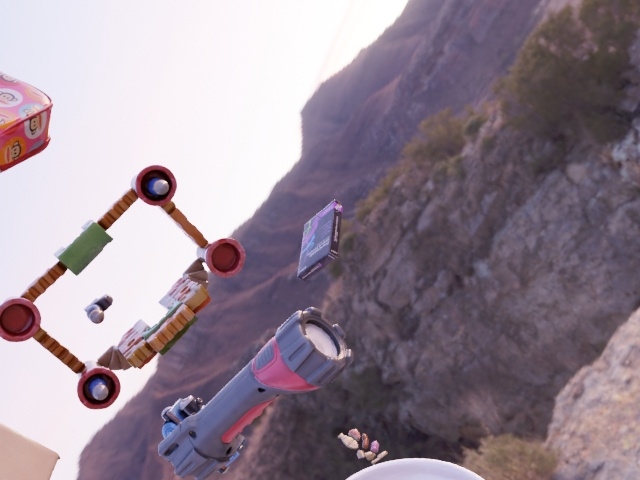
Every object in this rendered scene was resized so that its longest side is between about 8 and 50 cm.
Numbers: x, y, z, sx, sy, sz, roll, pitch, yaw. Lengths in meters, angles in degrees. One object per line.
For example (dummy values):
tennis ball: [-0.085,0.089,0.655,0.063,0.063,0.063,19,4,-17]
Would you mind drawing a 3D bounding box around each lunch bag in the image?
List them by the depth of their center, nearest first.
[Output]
lunch bag: [-0.675,-0.232,1.372,0.258,0.293,0.120,-53,-15,-54]

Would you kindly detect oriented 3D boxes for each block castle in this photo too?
block castle: [-0.402,0.094,1.529,0.453,0.303,0.213,-47,20,-15]

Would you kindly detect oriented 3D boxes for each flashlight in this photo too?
flashlight: [-0.088,0.221,1.024,0.304,0.103,0.103,-47,-14,24]

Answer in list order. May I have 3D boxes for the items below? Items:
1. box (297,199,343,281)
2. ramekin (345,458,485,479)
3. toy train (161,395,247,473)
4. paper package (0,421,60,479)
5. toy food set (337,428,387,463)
box: [0.000,0.000,1.657,0.116,0.029,0.162,-39,33,38]
ramekin: [0.136,0.457,1.073,0.277,0.277,0.135,-61,-34,-63]
toy train: [-0.245,0.402,1.550,0.105,0.184,0.080,-45,0,15]
paper package: [-0.614,0.406,1.156,0.168,0.325,0.309,-45,23,16]
toy food set: [0.111,0.535,1.938,0.078,0.122,0.019,-23,-46,-37]
